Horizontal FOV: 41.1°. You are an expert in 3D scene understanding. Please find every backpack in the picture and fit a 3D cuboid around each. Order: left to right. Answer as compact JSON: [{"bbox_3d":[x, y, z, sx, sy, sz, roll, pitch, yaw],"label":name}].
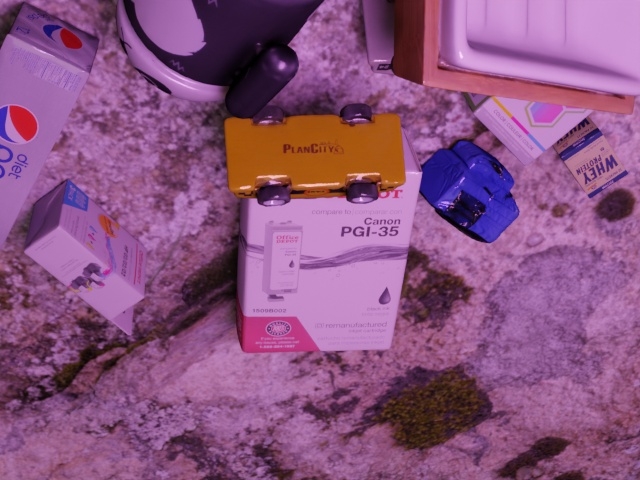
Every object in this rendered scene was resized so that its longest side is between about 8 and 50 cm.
[{"bbox_3d":[0.197,-0.058,1.084,0.120,0.098,0.101,35,111,-28],"label":"backpack"}]

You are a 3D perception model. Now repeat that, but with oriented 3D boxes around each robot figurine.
[{"bbox_3d":[-0.092,-0.249,0.813,0.173,0.209,0.278,26,147,-20],"label":"robot figurine"}]

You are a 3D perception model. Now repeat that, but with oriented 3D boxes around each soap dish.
[{"bbox_3d":[0.198,-0.247,0.837,0.290,0.118,0.229,1,91,-34],"label":"soap dish"}]

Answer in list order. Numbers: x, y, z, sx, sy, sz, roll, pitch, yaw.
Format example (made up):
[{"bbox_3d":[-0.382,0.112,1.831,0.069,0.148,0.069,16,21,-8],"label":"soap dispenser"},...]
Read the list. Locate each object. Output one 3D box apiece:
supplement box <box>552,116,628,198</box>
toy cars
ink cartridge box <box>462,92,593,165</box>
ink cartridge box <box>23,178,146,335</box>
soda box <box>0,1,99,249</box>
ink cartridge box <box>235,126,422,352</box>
[{"bbox_3d":[0.329,-0.114,1.071,0.056,0.083,0.083,-35,124,16],"label":"supplement box"},{"bbox_3d":[0.063,-0.155,0.936,0.176,0.087,0.393,45,76,4],"label":"toy cars"},{"bbox_3d":[0.285,-0.199,1.015,0.209,0.062,0.109,-41,121,19],"label":"ink cartridge box"},{"bbox_3d":[-0.275,0.023,1.063,0.061,0.104,0.181,-32,125,15],"label":"ink cartridge box"},{"bbox_3d":[-0.351,-0.113,0.956,0.091,0.098,0.286,24,118,-23],"label":"soda box"},{"bbox_3d":[0.000,0.000,1.081,0.207,0.117,0.283,0,126,-8],"label":"ink cartridge box"}]
